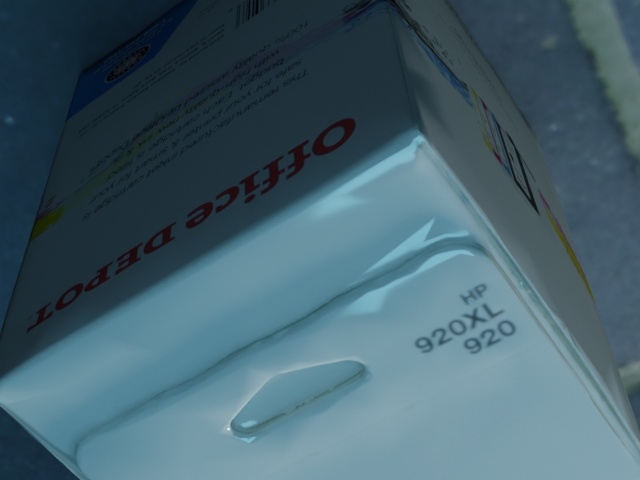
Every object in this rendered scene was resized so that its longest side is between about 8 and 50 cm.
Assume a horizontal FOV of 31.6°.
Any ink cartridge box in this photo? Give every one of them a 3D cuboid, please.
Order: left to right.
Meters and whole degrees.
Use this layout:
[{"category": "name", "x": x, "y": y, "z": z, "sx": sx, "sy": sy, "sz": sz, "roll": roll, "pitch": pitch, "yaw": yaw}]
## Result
[{"category": "ink cartridge box", "x": 0.000, "y": 0.000, "z": 0.466, "sx": 0.171, "sy": 0.233, "sz": 0.168, "roll": -30, "pitch": 121, "yaw": 18}]
